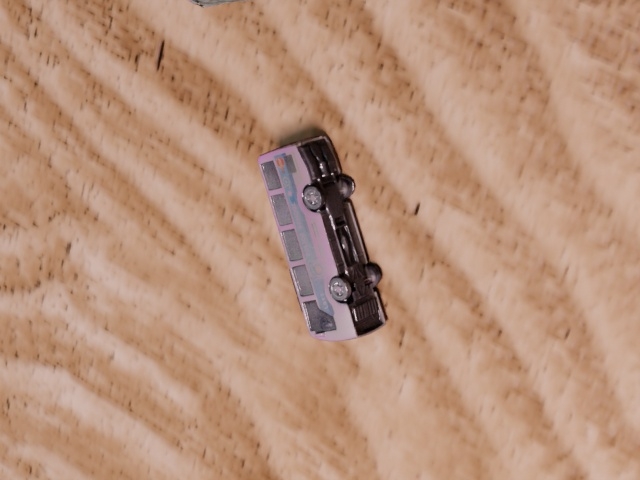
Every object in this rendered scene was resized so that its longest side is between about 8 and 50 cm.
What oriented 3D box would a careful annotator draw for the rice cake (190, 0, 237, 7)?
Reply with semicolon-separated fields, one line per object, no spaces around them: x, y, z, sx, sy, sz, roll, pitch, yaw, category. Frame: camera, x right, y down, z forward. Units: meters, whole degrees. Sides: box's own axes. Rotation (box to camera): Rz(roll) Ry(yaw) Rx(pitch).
-0.003;-0.171;1.028;0.211;0.034;0.043;0;96;36;rice cake

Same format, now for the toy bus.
0.000;0.000;1.077;0.052;0.037;0.130;-13;96;40;toy bus
